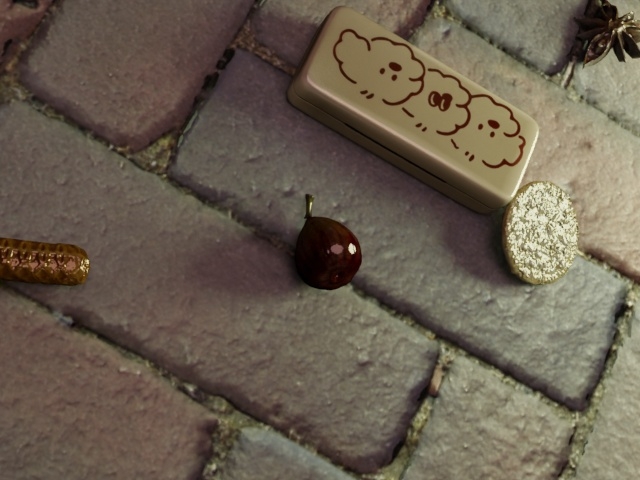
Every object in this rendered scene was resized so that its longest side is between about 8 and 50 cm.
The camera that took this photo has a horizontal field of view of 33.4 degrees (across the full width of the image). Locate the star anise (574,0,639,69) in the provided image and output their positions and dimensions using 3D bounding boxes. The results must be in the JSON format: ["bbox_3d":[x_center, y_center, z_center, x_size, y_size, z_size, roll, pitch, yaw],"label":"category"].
[{"bbox_3d":[0.432,-0.302,1.606,0.124,0.056,0.129,36,70,19],"label":"star anise"}]

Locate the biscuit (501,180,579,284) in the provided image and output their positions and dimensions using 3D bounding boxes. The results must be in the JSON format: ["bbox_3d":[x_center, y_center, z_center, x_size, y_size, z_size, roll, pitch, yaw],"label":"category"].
[{"bbox_3d":[0.305,-0.010,1.482,0.152,0.020,0.152,1,88,-35],"label":"biscuit"}]

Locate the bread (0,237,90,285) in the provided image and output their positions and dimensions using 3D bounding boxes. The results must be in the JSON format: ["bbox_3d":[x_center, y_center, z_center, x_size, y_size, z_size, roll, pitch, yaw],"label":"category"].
[{"bbox_3d":[-0.347,0.023,1.244,0.157,0.044,0.052,7,68,-19],"label":"bread"}]

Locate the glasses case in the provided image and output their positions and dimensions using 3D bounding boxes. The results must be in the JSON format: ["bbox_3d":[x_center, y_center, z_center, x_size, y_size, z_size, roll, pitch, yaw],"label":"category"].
[{"bbox_3d":[0.128,-0.174,1.449,0.336,0.076,0.144,28,69,-11],"label":"glasses case"}]

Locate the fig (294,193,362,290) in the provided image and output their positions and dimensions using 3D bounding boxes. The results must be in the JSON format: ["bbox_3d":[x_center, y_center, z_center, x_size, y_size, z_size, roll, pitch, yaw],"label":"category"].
[{"bbox_3d":[0.000,0.000,1.367,0.088,0.089,0.125,-9,53,-22],"label":"fig"}]
